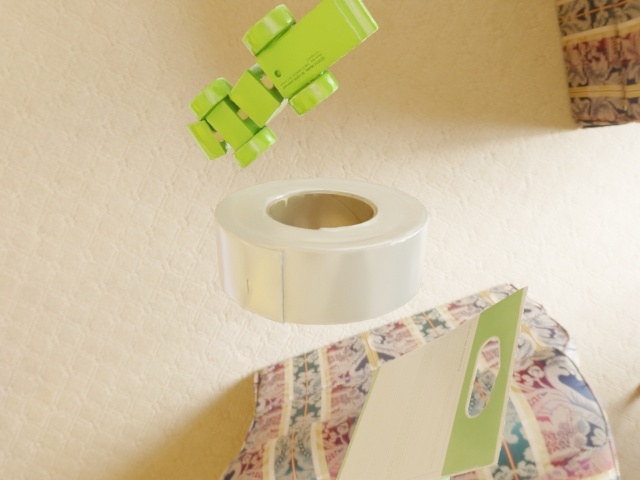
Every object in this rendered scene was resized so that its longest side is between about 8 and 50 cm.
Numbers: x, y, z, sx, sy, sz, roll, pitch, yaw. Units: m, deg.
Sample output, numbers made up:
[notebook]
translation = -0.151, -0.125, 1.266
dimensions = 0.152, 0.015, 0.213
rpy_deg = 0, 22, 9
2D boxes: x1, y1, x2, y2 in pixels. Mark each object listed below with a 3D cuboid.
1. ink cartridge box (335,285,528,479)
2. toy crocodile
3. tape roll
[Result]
[ink cartridge box]
translation = 0.108, 0.161, 0.462
dimensions = 0.056, 0.171, 0.235
rpy_deg = 38, 138, -7
[toy crocodile]
translation = -0.067, -0.199, 0.657
dimensions = 0.115, 0.105, 0.341
rpy_deg = 48, 132, -13
[tape roll]
translation = 0.000, 0.000, 0.691
dimensions = 0.286, 0.286, 0.100
rpy_deg = 0, 114, -4
